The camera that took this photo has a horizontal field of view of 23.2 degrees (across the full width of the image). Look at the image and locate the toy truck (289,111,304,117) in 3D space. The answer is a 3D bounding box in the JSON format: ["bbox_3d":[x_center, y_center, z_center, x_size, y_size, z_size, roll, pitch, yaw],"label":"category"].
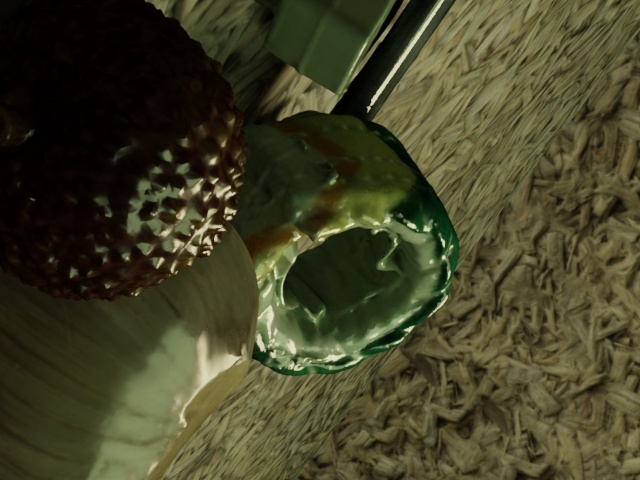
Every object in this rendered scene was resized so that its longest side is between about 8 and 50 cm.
[{"bbox_3d":[-0.068,-0.091,1.774,0.080,0.078,0.154,-53,-179,46],"label":"toy truck"}]

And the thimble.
[{"bbox_3d":[0.000,0.000,1.597,0.254,0.167,0.288,-35,142,2],"label":"thimble"}]

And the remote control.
[{"bbox_3d":[0.065,-0.177,1.655,0.377,0.044,0.107,-54,175,25],"label":"remote control"}]

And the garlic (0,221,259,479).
[{"bbox_3d":[-0.206,0.089,1.402,0.317,0.259,0.317,-47,163,-19],"label":"garlic"}]

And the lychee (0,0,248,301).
[{"bbox_3d":[-0.162,-0.069,1.185,0.236,0.236,0.271,-52,161,9],"label":"lychee"}]

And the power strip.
[{"bbox_3d":[0.020,-0.265,1.514,0.261,0.141,0.229,-56,176,-46],"label":"power strip"}]
